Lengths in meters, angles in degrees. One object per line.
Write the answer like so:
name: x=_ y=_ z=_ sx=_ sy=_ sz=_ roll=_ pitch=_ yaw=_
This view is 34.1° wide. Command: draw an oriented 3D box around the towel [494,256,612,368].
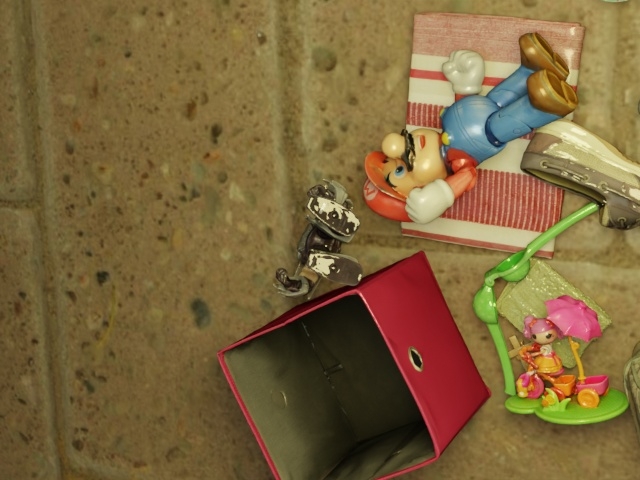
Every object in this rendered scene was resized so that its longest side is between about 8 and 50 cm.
towel: x=0.331 y=0.102 z=1.495 sx=0.148 sy=0.027 sz=0.110 roll=40 pitch=114 yaw=13

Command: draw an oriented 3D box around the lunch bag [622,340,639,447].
lunch bag: x=0.509 y=0.278 z=1.323 sx=0.213 sy=0.256 sz=0.305 roll=-12 pitch=97 yaw=27

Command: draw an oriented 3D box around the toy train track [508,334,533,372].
toy train track: x=0.301 y=0.175 z=1.534 sx=0.048 sy=0.014 sz=0.083 roll=-26 pitch=96 yaw=20

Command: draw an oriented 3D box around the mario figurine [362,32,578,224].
mario figurine: x=0.169 y=-0.144 z=1.382 sx=0.320 sy=0.198 sz=0.170 roll=-38 pitch=89 yaw=29

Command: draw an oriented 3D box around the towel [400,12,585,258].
towel: x=0.236 y=-0.151 z=1.479 sx=0.237 sy=0.037 sz=0.328 roll=10 pitch=107 yaw=21

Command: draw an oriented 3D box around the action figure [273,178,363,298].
action figure: x=0.000 y=0.000 z=1.507 sx=0.099 sy=0.285 sz=0.185 roll=15 pitch=86 yaw=-7

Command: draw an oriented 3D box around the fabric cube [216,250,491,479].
fabric cube: x=0.058 y=0.196 z=1.515 sx=0.259 sy=0.258 sz=0.254 roll=-26 pitch=89 yaw=28

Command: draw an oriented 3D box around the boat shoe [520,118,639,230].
boat shoe: x=0.393 y=-0.057 z=1.367 sx=0.285 sy=0.103 sz=0.092 roll=33 pitch=87 yaw=8

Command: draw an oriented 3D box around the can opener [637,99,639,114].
can opener: x=0.527 y=-0.102 z=1.330 sx=0.280 sy=0.074 sz=0.093 roll=38 pitch=115 yaw=13

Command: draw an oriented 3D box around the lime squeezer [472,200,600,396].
lime squeezer: x=0.280 y=0.069 z=1.465 sx=0.110 sy=0.059 sz=0.310 roll=26 pitch=109 yaw=18

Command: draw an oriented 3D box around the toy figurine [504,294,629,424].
toy figurine: x=0.327 y=0.154 z=1.435 sx=0.173 sy=0.130 sz=0.159 roll=-3 pitch=102 yaw=33
